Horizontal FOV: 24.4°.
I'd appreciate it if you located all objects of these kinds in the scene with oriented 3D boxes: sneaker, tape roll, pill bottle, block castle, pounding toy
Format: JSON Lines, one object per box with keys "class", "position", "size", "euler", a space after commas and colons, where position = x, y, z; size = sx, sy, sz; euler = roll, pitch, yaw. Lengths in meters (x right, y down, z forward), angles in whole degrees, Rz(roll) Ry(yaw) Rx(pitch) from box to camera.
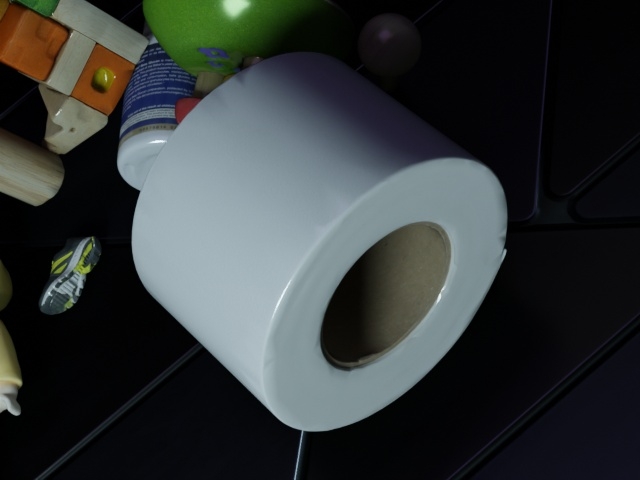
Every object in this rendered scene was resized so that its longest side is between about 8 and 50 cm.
{"class": "sneaker", "position": [-0.231, 0.031, 1.340], "size": [0.035, 0.031, 0.083], "euler": [12, 59, 41]}
{"class": "tape roll", "position": [0.000, 0.000, 1.137], "size": [0.246, 0.246, 0.169], "euler": [-44, 55, -10]}
{"class": "pill bottle", "position": [-0.134, -0.133, 1.363], "size": [0.094, 0.094, 0.169], "euler": [-9, 57, 15]}
{"class": "block castle", "position": [-0.304, -0.282, 1.355], "size": [0.303, 0.213, 0.453], "euler": [26, 89, 42]}
{"class": "pounding toy", "position": [-0.044, -0.140, 1.252], "size": [0.236, 0.183, 0.110], "euler": [12, 77, -2]}

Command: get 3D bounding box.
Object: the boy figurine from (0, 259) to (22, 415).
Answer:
{"class": "boy figurine", "position": [-0.337, 0.120, 1.284], "size": [0.177, 0.092, 0.285], "euler": [-8, 56, 16]}
